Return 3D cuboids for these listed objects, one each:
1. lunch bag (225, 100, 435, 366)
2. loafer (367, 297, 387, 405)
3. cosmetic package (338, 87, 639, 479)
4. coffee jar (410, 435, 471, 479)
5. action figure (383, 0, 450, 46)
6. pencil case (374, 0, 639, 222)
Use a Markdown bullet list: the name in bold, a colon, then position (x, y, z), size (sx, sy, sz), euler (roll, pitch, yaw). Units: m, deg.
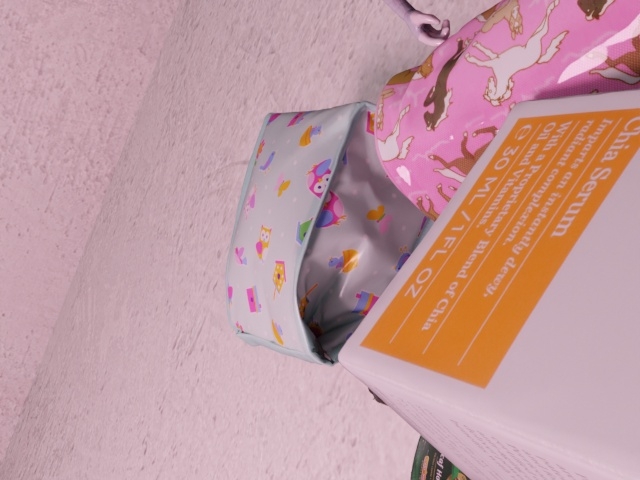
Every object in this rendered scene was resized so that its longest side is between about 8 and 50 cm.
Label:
- **lunch bag**: position (0.000, 0.000, 0.915), size (0.223, 0.160, 0.262), euler (6, 76, 61)
- **loafer**: position (0.101, 0.074, 0.720), size (0.268, 0.096, 0.084), euler (117, 159, -43)
- **cosmetic package**: position (0.225, 0.053, 0.395), size (0.230, 0.161, 0.453), euler (-53, 25, -15)
- **coffee jar**: position (0.147, 0.189, 0.630), size (0.184, 0.079, 0.096), euler (-8, 69, 59)
- **action figure**: position (0.085, -0.332, 0.704), size (0.248, 0.370, 0.276), euler (120, 130, -66)
- **pencil case**: position (0.196, -0.147, 0.637), size (0.386, 0.160, 0.167), euler (-39, 7, 48)
